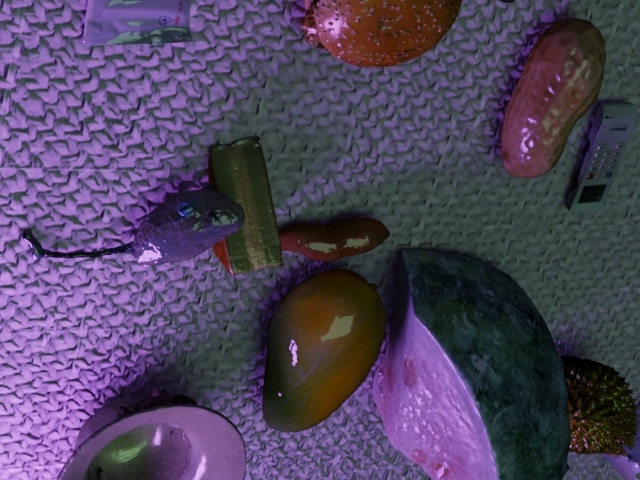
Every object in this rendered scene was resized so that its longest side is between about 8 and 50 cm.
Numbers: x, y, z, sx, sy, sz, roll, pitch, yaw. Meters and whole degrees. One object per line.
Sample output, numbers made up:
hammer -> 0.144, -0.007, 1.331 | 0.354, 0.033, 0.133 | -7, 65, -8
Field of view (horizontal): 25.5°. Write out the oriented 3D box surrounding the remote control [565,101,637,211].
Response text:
remote control -> 0.388, -0.116, 1.960 | 0.065, 0.029, 0.166 | -6, 128, -29

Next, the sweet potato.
sweet potato -> 0.000, 0.000, 1.794 | 0.195, 0.056, 0.056 | -3, 122, -22

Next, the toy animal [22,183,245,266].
toy animal -> -0.211, -0.006, 1.648 | 0.253, 0.070, 0.079 | -12, 103, 1

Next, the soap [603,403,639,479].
soap -> 0.561, 0.309, 2.296 | 0.198, 0.114, 0.063 | -27, 130, -12

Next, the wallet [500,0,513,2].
wallet -> 0.144, -0.370, 1.641 | 0.285, 0.030, 0.146 | 7, 115, -34

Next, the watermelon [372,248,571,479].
watermelon -> 0.180, 0.196, 1.938 | 0.258, 0.387, 0.228 | -25, 176, 41

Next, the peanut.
peanut -> 0.300, -0.179, 1.819 | 0.108, 0.095, 0.226 | 5, 119, -36

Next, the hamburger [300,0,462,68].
hamburger -> 0.063, -0.273, 1.579 | 0.191, 0.118, 0.182 | -25, 141, 9

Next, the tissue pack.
tissue pack -> -0.188, -0.295, 1.493 | 0.123, 0.026, 0.193 | -8, 124, -26

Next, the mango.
mango -> 0.001, 0.150, 1.851 | 0.156, 0.114, 0.251 | -7, 123, -36

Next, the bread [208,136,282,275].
bread -> -0.089, -0.042, 1.687 | 0.074, 0.084, 0.139 | -11, 124, -23

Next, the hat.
hat -> -0.235, 0.274, 1.782 | 0.257, 0.130, 0.257 | -16, 128, -22

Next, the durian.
durian -> 0.364, 0.239, 2.103 | 0.237, 0.193, 0.137 | 15, 90, -49
